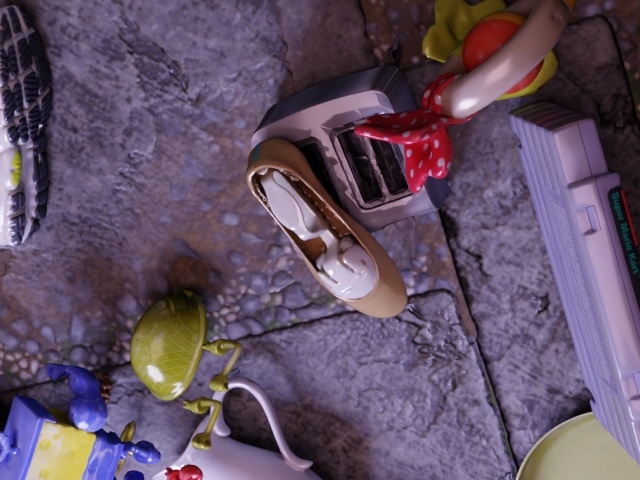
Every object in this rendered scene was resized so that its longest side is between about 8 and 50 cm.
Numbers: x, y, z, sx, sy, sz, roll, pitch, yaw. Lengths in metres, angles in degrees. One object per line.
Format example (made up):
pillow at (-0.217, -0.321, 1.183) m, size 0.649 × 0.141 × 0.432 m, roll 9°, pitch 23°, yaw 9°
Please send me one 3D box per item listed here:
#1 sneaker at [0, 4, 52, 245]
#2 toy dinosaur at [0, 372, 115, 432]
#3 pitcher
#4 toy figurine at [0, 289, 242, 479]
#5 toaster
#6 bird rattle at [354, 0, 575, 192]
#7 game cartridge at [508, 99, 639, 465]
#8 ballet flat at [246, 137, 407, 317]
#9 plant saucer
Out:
sneaker at (-0.365, -0.124, 2.001) m, size 0.110 × 0.107 × 0.275 m, roll 13°, pitch 112°, yaw 17°
toy dinosaur at (-0.374, 0.266, 2.139) m, size 0.218 × 0.164 × 0.322 m, roll 44°, pitch 80°, yaw -21°
pitcher at (-0.065, 0.270, 2.071) m, size 0.207 × 0.125 × 0.178 m, roll 35°, pitch 111°, yaw 10°
toy figurine at (-0.261, 0.222, 1.994) m, size 0.217 × 0.191 × 0.363 m, roll 14°, pitch 102°, yaw -31°
toaster at (0.031, -0.090, 1.925) m, size 0.168 × 0.110 × 0.186 m, roll -18°, pitch 105°, yaw 16°
bird rattle at (0.150, -0.173, 1.793) m, size 0.143 × 0.253 × 0.207 m, roll 52°, pitch 132°, yaw -5°
game cartridge at (0.281, 0.039, 1.841) m, size 0.068 × 0.230 × 0.355 m, roll -18°, pitch 100°, yaw -6°
ballet flat at (0.000, 0.000, 1.864) m, size 0.080 × 0.073 × 0.232 m, roll -37°, pitch 100°, yaw 22°
plant saucer at (0.337, 0.291, 2.039) m, size 0.241 × 0.037 × 0.241 m, roll 4°, pitch 111°, yaw 10°
